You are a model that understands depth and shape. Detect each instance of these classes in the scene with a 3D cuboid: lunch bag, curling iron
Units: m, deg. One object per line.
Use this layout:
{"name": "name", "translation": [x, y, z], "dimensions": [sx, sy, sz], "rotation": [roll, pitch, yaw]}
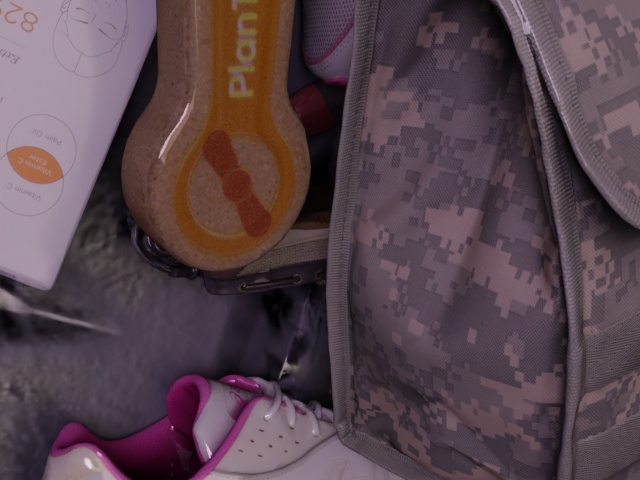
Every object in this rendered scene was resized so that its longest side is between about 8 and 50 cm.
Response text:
{"name": "lunch bag", "translation": [0.132, -0.037, 0.432], "dimensions": [0.235, 0.169, 0.287], "rotation": [-27, 126, -36]}
{"name": "curling iron", "translation": [-0.001, -0.066, 0.543], "dimensions": [0.274, 0.035, 0.068], "rotation": [-38, 129, -25]}

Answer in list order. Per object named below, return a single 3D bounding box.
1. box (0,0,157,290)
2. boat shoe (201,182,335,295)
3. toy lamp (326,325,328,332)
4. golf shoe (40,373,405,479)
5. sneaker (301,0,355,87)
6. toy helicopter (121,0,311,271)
{"name": "box", "translation": [-0.159, -0.082, 0.404], "dimensions": [0.130, 0.091, 0.170], "rotation": [25, 83, -33]}
{"name": "boat shoe", "translation": [0.000, 0.000, 0.512], "dimensions": [0.152, 0.056, 0.049], "rotation": [-4, 120, -30]}
{"name": "toy lamp", "translation": [0.109, -0.032, 0.593], "dimensions": [0.080, 0.080, 0.274], "rotation": [45, 76, -29]}
{"name": "golf shoe", "translation": [-0.012, 0.133, 0.519], "dimensions": [0.306, 0.115, 0.140], "rotation": [-14, 101, -31]}
{"name": "sneaker", "translation": [-0.008, -0.208, 0.486], "dimensions": [0.111, 0.103, 0.252], "rotation": [-6, 94, -27]}
{"name": "toy helicopter", "translation": [-0.046, -0.154, 0.341], "dimensions": [0.235, 0.140, 0.355], "rotation": [-11, 115, -38]}
